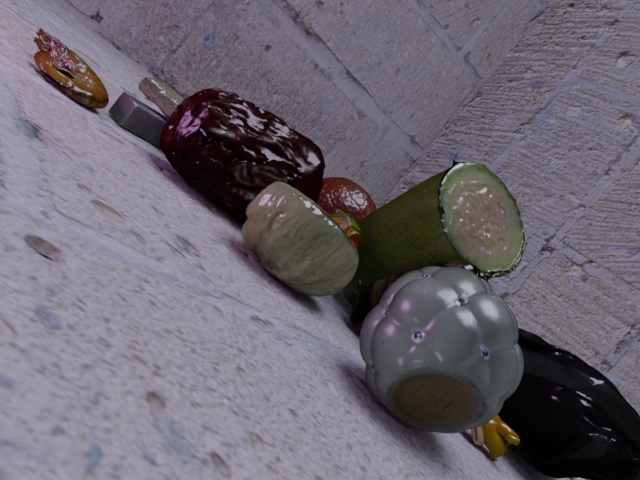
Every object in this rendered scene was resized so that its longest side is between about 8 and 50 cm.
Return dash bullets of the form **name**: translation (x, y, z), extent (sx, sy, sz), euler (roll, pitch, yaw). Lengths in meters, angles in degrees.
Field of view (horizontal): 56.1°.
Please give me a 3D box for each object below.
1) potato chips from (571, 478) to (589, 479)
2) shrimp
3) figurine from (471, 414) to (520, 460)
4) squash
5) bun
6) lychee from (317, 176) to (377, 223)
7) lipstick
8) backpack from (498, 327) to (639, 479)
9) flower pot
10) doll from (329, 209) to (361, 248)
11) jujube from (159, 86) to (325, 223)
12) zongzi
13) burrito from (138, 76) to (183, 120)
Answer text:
- **potato chips**: translation (0.705, 0.624, 1.522), extent (0.228, 0.059, 0.167), euler (37, 16, -22)
- **shrimp**: translation (-0.547, -0.366, 1.282), extent (0.248, 0.068, 0.150), euler (47, 14, 22)
- **figurine**: translation (0.264, 0.286, 1.123), extent (0.246, 0.131, 0.156), euler (50, 32, 11)
- **squash**: translation (0.234, 0.016, 1.363), extent (0.263, 0.263, 0.384), euler (37, -37, -16)
- **bun**: translation (-0.049, 0.005, 1.132), extent (0.244, 0.153, 0.244), euler (39, -14, 12)
- **lychee**: translation (0.053, -0.056, 1.690), extent (0.300, 0.255, 0.255), euler (-18, 48, -39)
- **lipstick**: translation (-0.375, -0.259, 1.479), extent (0.068, 0.066, 0.317), euler (45, 8, 28)
- **backpack**: translation (0.493, 0.361, 1.301), extent (0.363, 0.254, 0.446), euler (39, -8, -15)
- **flower pot**: translation (0.180, 0.166, 0.904), extent (0.246, 0.246, 0.195), euler (38, 38, -13)
- **doll**: translation (0.001, 0.007, 1.318), extent (0.106, 0.186, 0.134), euler (34, 37, -47)
- **jujube**: translation (-0.157, -0.176, 1.333), extent (0.377, 0.258, 0.258), euler (35, 7, -30)
- **zongzi**: translation (0.244, 0.174, 1.221), extent (0.288, 0.286, 0.134), euler (48, 43, -28)
- **burrito**: translation (-0.331, -0.299, 1.436), extent (0.226, 0.060, 0.087), euler (42, 13, -4)
